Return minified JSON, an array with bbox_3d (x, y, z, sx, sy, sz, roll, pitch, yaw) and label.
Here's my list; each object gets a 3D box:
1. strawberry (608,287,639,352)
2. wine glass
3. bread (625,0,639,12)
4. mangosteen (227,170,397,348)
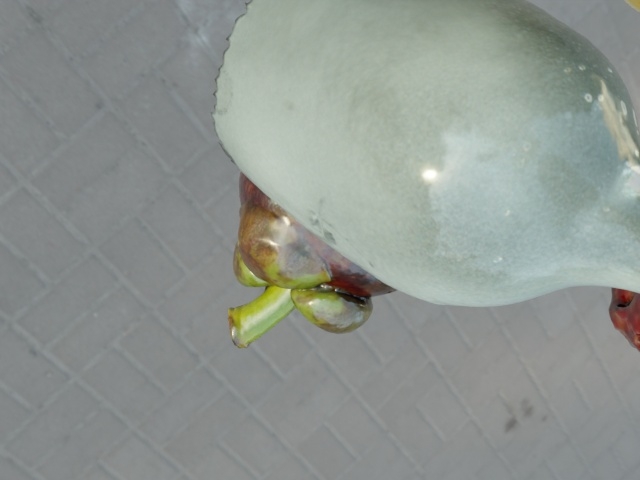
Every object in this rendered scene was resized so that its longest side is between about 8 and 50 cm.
[{"bbox_3d":[0.323,0.023,0.738,0.205,0.244,0.205,20,63,-47],"label":"strawberry"},{"bbox_3d":[0.099,-0.011,0.408,0.143,0.321,0.143,-35,146,-29],"label":"wine glass"},{"bbox_3d":[0.226,-0.165,0.351,0.305,0.142,0.091,-19,127,2],"label":"bread"},{"bbox_3d":[0.009,-0.003,0.700,0.156,0.146,0.181,29,77,-40],"label":"mangosteen"}]
